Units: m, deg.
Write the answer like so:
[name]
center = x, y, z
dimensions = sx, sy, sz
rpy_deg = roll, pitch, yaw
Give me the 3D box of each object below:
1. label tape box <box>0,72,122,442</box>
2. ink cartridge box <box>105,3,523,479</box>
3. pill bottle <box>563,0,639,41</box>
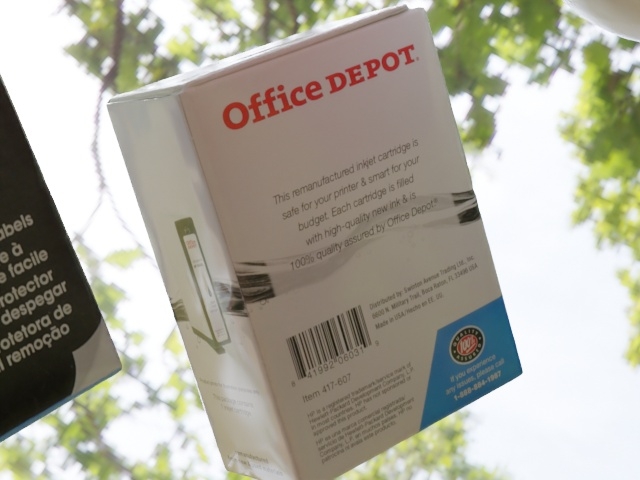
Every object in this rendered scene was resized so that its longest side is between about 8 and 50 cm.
[label tape box]
center = -0.259, -0.046, 0.584
dimensions = 0.115, 0.249, 0.347
rpy_deg = -2, -68, 50
[ink cartridge box]
center = 0.000, 0.000, 0.760
dimensions = 0.086, 0.148, 0.203
rpy_deg = 2, -69, 57
[pill bottle]
center = 0.061, -0.264, 0.540
dimensions = 0.229, 0.229, 0.408
rpy_deg = -13, -36, 44
